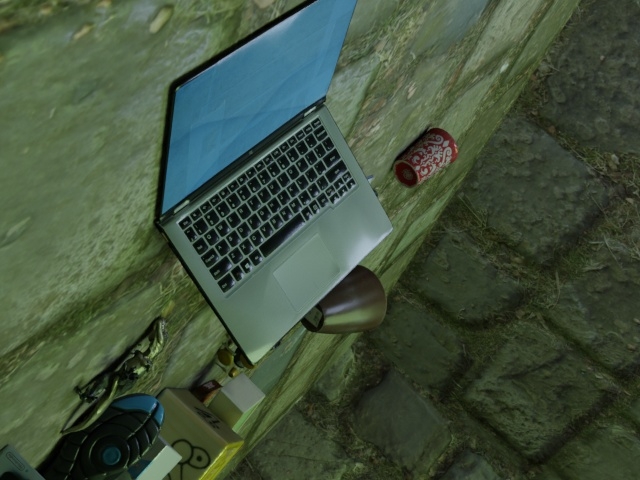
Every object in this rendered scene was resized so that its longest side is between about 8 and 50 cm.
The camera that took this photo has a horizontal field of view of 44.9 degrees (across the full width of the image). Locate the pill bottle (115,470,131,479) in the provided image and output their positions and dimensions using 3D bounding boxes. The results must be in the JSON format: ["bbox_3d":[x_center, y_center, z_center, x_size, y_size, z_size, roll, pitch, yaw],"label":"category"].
[{"bbox_3d":[-0.491,0.549,1.567,0.221,0.121,0.121,-52,168,6],"label":"pill bottle"}]

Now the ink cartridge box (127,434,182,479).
[{"bbox_3d":[-0.379,0.429,1.610,0.092,0.143,0.090,-47,150,-16],"label":"ink cartridge box"}]

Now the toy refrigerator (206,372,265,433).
[{"bbox_3d":[-0.252,0.467,1.956,0.270,0.094,0.102,-54,167,30],"label":"toy refrigerator"}]

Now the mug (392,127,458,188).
[{"bbox_3d":[0.284,-0.213,2.157,0.169,0.113,0.150,-39,162,-32],"label":"mug"}]

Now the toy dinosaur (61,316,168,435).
[{"bbox_3d":[-0.352,0.244,1.324,0.268,0.064,0.118,-46,174,-8],"label":"toy dinosaur"}]

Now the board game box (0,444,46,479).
[{"bbox_3d":[-0.499,0.494,1.132,0.303,0.224,0.097,-44,168,-30],"label":"board game box"}]

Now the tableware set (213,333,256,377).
[{"bbox_3d":[-0.196,0.278,1.879,0.024,0.104,0.154,-38,163,-51],"label":"tableware set"}]

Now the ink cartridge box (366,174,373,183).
[{"bbox_3d":[0.000,0.000,1.797,0.303,0.072,0.307,-26,135,-62],"label":"ink cartridge box"}]

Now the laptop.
[{"bbox_3d":[-0.022,-0.095,1.120,0.382,0.408,0.236,-42,-161,-34],"label":"laptop"}]

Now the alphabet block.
[{"bbox_3d":[-0.321,0.474,1.782,0.192,0.197,0.193,-50,168,-3],"label":"alphabet block"}]

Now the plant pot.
[{"bbox_3d":[0.050,0.201,2.374,0.230,0.215,0.215,-14,144,-47],"label":"plant pot"}]

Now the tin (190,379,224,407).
[{"bbox_3d":[-0.318,0.422,2.031,0.106,0.040,0.189,-56,167,8],"label":"tin"}]

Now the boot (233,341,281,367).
[{"bbox_3d":[-0.137,0.202,1.962,0.161,0.083,0.247,-34,-161,47],"label":"boot"}]

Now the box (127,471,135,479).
[{"bbox_3d":[-0.447,0.562,1.727,0.094,0.137,0.027,-42,165,-32],"label":"box"}]

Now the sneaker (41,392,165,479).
[{"bbox_3d":[-0.432,0.409,1.435,0.341,0.125,0.139,-42,180,-9],"label":"sneaker"}]

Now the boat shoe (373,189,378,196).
[{"bbox_3d":[0.039,-0.023,1.652,0.255,0.079,0.095,-54,156,-32],"label":"boat shoe"}]
